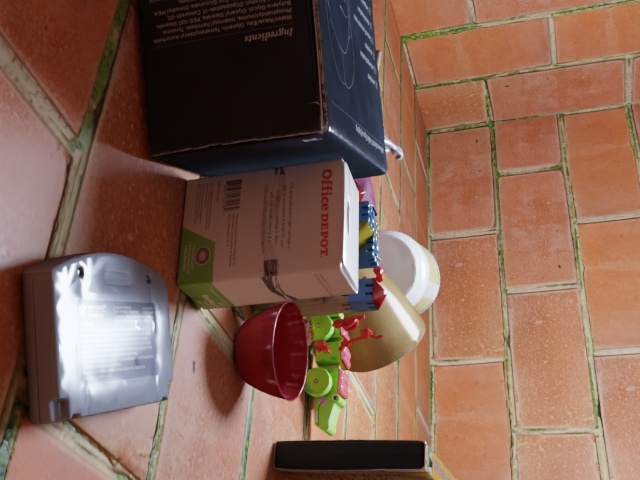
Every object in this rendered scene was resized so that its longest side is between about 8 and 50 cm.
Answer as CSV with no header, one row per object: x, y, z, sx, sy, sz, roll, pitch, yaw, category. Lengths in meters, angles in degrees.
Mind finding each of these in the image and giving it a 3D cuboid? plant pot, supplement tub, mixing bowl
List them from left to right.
-0.097,0.202,1.581,0.181,0.098,0.181,-4,90,-72,mixing bowl
0.102,0.159,2.181,0.254,0.237,0.237,61,22,-19,plant pot
0.203,0.099,2.480,0.331,0.241,0.241,26,59,-72,supplement tub

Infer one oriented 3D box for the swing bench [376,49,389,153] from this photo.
0.008,-0.309,1.929,0.253,0.165,0.254,6,78,-51,swing bench

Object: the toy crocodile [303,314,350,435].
0.026,0.278,2.006,0.115,0.105,0.340,60,29,-57,toy crocodile

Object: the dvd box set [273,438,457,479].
0.111,0.497,1.844,0.420,0.308,0.062,57,32,-60,dvd box set

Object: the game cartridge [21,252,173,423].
-0.269,0.114,1.080,0.294,0.060,0.196,20,68,-74,game cartridge

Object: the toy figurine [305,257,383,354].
0.021,0.045,1.952,0.217,0.191,0.362,58,28,-48,toy figurine

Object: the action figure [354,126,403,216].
0.043,-0.213,2.223,0.276,0.248,0.370,7,77,-47,action figure

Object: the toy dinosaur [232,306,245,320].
-0.152,0.050,1.576,0.092,0.053,0.183,86,9,-76,toy dinosaur

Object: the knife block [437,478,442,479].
0.197,0.512,1.565,0.275,0.088,0.242,-56,151,-35,knife block

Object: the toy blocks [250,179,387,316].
0.000,0.000,1.724,0.191,0.261,0.381,61,26,-55,toy blocks

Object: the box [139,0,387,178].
-0.082,-0.354,1.497,0.480,0.297,0.471,14,69,-75,box

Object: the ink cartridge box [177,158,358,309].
-0.079,-0.008,1.408,0.115,0.273,0.198,58,30,-59,ink cartridge box
